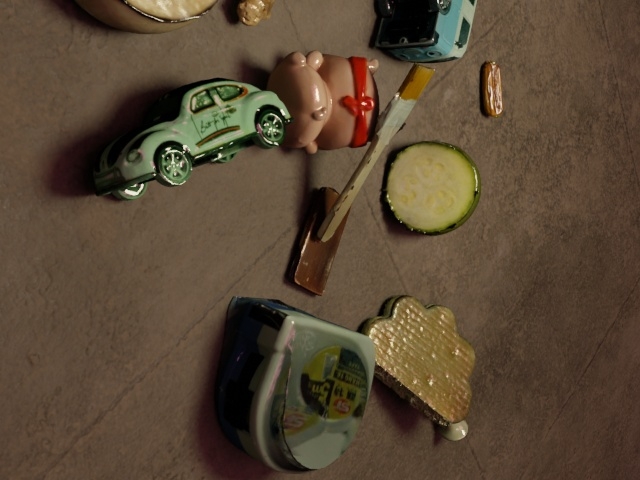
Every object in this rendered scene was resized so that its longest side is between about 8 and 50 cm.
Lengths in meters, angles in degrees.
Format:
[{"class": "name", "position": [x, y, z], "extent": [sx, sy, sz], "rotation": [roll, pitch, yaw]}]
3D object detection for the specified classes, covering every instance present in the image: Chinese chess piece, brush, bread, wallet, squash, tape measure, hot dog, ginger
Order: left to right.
[{"class": "Chinese chess piece", "position": [-0.227, -0.397, 1.079], "extent": [0.257, 0.104, 0.257], "rotation": [-9, 102, -47]}, {"class": "ginger", "position": [-0.082, -0.462, 1.257], "extent": [0.089, 0.075, 0.288], "rotation": [8, 94, -42]}, {"class": "tape measure", "position": [-0.038, 0.237, 1.347], "extent": [0.259, 0.138, 0.262], "rotation": [22, 79, -45]}, {"class": "wallet", "position": [0.000, 0.000, 1.434], "extent": [0.095, 0.026, 0.176], "rotation": [31, 75, -51]}, {"class": "brush", "position": [0.079, -0.134, 1.344], "extent": [0.336, 0.020, 0.085], "rotation": [-59, 159, 20]}, {"class": "bread", "position": [0.199, 0.215, 1.613], "extent": [0.286, 0.056, 0.207], "rotation": [44, 58, -19]}, {"class": "squash", "position": [0.225, -0.102, 1.663], "extent": [0.260, 0.189, 0.189], "rotation": [-25, 119, -82]}, {"class": "hot dog", "position": [0.360, -0.319, 1.770], "extent": [0.049, 0.037, 0.122], "rotation": [-8, 96, -34]}]

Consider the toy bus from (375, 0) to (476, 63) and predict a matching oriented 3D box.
[{"class": "toy bus", "position": [0.209, -0.448, 1.519], "extent": [0.165, 0.133, 0.271], "rotation": [24, 75, -50]}]

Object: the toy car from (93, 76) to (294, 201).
[{"class": "toy car", "position": [-0.180, -0.148, 1.148], "extent": [0.306, 0.136, 0.125], "rotation": [-26, 100, -41]}]

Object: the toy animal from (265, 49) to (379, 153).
[{"class": "toy animal", "position": [0.010, -0.220, 1.327], "extent": [0.198, 0.171, 0.171], "rotation": [-7, 100, -38]}]

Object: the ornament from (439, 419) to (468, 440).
[{"class": "ornament", "position": [0.252, 0.332, 1.717], "extent": [0.081, 0.075, 0.156], "rotation": [-23, 120, -3]}]
